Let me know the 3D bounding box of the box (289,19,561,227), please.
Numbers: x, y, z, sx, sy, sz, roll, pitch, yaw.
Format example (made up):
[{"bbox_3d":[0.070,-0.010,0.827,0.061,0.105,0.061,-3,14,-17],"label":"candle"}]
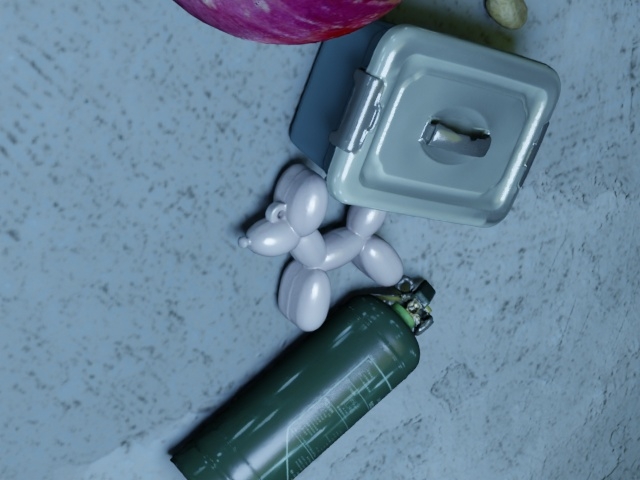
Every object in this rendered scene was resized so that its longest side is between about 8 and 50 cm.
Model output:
[{"bbox_3d":[0.093,-0.109,1.205,0.227,0.130,0.162,8,110,-39],"label":"box"}]

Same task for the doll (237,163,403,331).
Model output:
[{"bbox_3d":[0.000,0.000,1.246,0.161,0.059,0.160,-27,129,-22],"label":"doll"}]

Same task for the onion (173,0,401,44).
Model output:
[{"bbox_3d":[-0.010,-0.263,0.972,0.272,0.230,0.256,-28,130,-32],"label":"onion"}]

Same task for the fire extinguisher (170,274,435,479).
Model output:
[{"bbox_3d":[0.002,0.141,1.312,0.311,0.095,0.114,-41,177,-9],"label":"fire extinguisher"}]

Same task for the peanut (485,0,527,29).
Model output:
[{"bbox_3d":[0.169,-0.228,1.261,0.037,0.037,0.083,-43,129,-10],"label":"peanut"}]
